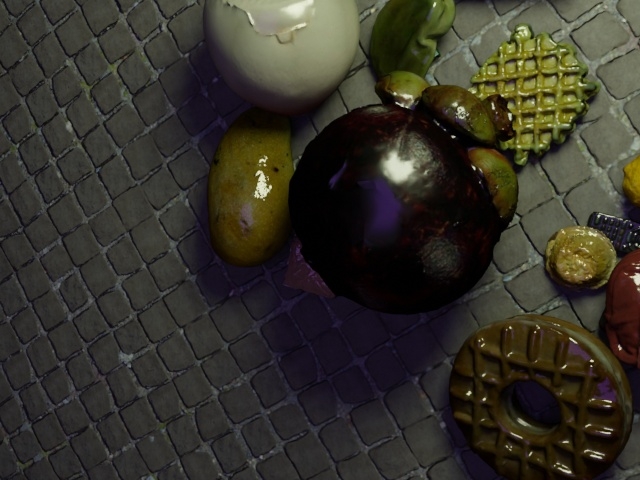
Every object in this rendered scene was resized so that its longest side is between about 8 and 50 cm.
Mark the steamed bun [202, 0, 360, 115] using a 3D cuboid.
[{"bbox_3d":[-0.067,-0.366,1.372,0.309,0.309,0.309,1,94,20],"label":"steamed bun"}]

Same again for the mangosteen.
[{"bbox_3d":[0.134,-0.088,1.252,0.381,0.381,0.421,25,102,16],"label":"mangosteen"}]

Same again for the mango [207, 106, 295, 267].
[{"bbox_3d":[-0.140,-0.110,1.463,0.176,0.175,0.329,-3,94,-25],"label":"mango"}]

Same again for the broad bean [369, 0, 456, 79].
[{"bbox_3d":[0.162,-0.377,1.363,0.153,0.072,0.206,51,123,27],"label":"broad bean"}]

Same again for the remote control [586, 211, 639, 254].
[{"bbox_3d":[0.593,0.006,1.278,0.245,0.025,0.063,17,100,17],"label":"remote control"}]

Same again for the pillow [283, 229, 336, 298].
[{"bbox_3d":[0.000,0.000,1.482,0.126,0.043,0.232,18,102,23],"label":"pillow"}]

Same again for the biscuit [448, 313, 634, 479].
[{"bbox_3d":[0.384,0.286,1.296,0.332,0.103,0.332,11,111,32],"label":"biscuit"}]

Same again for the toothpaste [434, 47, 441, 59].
[{"bbox_3d":[0.202,-0.386,1.393,0.017,0.020,0.083,-31,83,21],"label":"toothpaste"}]

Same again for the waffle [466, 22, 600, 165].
[{"bbox_3d":[0.380,-0.262,1.320,0.204,0.054,0.223,45,108,12],"label":"waffle"}]

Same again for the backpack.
[{"bbox_3d":[0.583,0.109,1.226,0.229,0.139,0.229,4,101,21],"label":"backpack"}]

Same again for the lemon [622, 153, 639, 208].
[{"bbox_3d":[0.586,-0.093,1.228,0.155,0.114,0.114,27,102,9],"label":"lemon"}]

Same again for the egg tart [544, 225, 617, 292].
[{"bbox_3d":[0.461,0.035,1.301,0.129,0.049,0.129,8,108,27],"label":"egg tart"}]
